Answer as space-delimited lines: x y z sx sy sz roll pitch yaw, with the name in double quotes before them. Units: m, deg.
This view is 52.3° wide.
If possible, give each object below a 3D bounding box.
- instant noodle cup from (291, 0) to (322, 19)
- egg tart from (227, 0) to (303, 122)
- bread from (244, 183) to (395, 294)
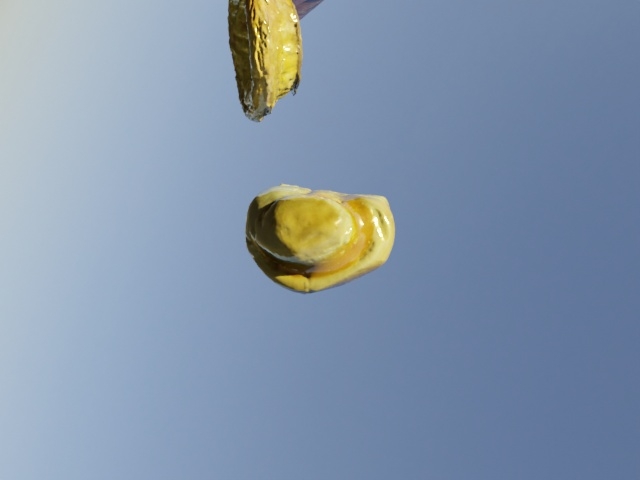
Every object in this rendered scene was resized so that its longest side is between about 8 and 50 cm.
"instant noodle cup" -0.049 -0.484 1.085 0.244 0.243 0.255 -71 -165 -10
"egg tart" -0.069 -0.242 0.803 0.191 0.074 0.191 170 -90 -76
"bread" 0.000 0.000 1.308 0.341 0.300 0.210 -98 -169 -84
